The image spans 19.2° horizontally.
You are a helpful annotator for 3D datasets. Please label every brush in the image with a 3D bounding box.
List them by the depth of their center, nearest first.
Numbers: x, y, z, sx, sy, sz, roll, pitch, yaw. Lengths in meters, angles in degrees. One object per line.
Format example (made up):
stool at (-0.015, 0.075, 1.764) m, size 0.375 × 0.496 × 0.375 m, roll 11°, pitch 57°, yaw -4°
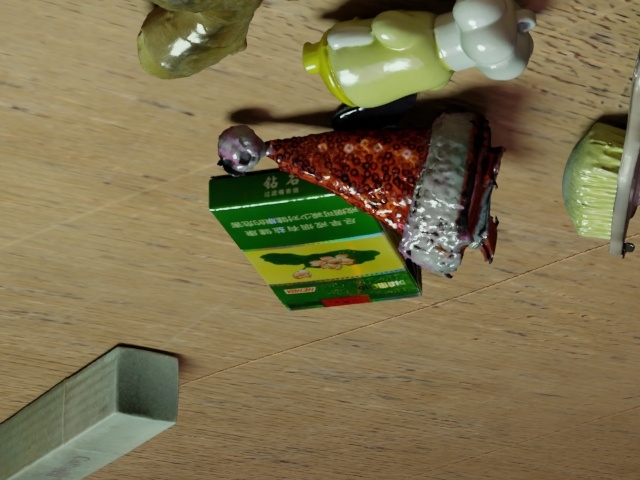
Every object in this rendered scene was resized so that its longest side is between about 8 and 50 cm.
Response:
brush at (0.221, -0.076, 1.438) m, size 0.067 × 0.072 × 0.313 m, roll 10°, pitch 157°, yaw 9°

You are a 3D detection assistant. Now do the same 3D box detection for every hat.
hat at (0.032, -0.050, 1.456) m, size 0.227 × 0.129 × 0.140 m, roll 12°, pitch 171°, yaw 4°

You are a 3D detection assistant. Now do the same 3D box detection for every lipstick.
lipstick at (-0.271, 0.209, 2.052) m, size 0.076 × 0.080 × 0.371 m, roll 13°, pitch 153°, yaw -28°

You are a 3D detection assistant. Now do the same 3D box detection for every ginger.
ginger at (-0.083, -0.167, 1.225) m, size 0.133 × 0.059 × 0.214 m, roll 4°, pitch 159°, yaw -32°

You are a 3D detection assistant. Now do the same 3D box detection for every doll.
doll at (0.071, -0.133, 1.299) m, size 0.162 × 0.062 × 0.106 m, roll -11°, pitch 159°, yaw 22°

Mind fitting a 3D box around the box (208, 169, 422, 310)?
box at (0.000, 0.000, 1.636) m, size 0.132 × 0.034 × 0.235 m, roll -8°, pitch 155°, yaw 14°
